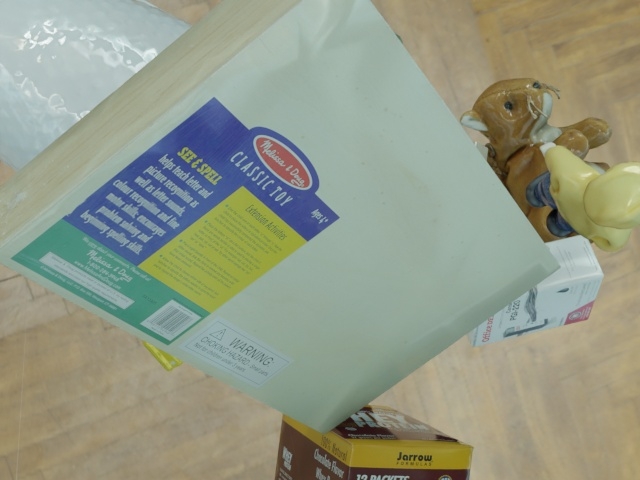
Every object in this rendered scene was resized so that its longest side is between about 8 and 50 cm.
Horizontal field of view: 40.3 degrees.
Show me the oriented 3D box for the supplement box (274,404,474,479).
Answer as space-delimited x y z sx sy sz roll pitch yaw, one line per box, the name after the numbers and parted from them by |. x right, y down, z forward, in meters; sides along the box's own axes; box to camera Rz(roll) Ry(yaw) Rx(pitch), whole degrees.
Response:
0.041 0.278 0.878 0.129 0.191 0.194 7 89 -21 | supplement box

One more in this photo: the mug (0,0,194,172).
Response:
-0.260 -0.200 1.127 0.328 0.276 0.374 25 41 -15 | mug

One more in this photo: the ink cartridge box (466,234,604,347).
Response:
0.348 0.087 1.473 0.218 0.158 0.092 -12 56 -2 | ink cartridge box

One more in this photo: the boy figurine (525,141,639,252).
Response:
0.359 -0.061 1.170 0.092 0.285 0.177 -37 91 -3 | boy figurine

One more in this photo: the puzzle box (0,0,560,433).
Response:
0.000 0.000 0.653 0.272 0.052 0.409 -36 140 10 | puzzle box

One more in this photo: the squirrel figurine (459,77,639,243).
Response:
0.442 -0.158 1.919 0.370 0.397 0.281 48 53 -3 | squirrel figurine

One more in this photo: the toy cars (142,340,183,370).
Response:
-0.193 0.126 1.620 0.087 0.394 0.176 -16 86 24 | toy cars

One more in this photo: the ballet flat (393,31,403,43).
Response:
0.061 -0.273 1.516 0.083 0.247 0.087 -7 80 -42 | ballet flat

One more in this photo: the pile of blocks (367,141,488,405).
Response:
0.069 0.038 1.001 0.113 0.149 0.362 22 91 -27 | pile of blocks
